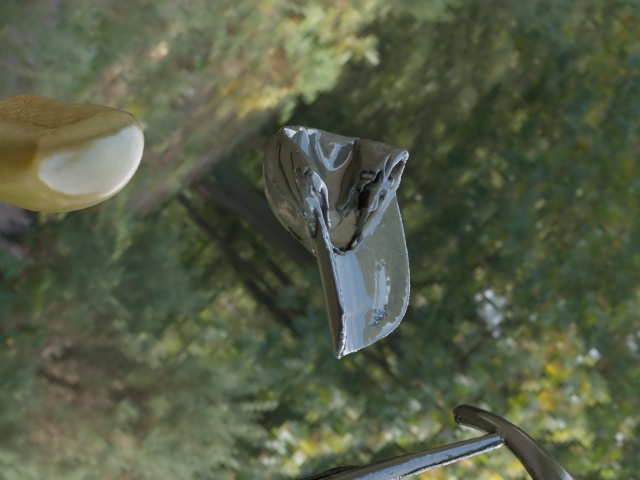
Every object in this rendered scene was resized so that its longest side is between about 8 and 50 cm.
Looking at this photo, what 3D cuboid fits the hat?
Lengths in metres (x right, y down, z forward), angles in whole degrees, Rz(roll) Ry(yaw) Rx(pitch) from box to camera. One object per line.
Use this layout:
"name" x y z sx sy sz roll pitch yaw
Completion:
"hat" 0.000 0.000 1.135 0.085 0.175 0.147 -3 -179 31

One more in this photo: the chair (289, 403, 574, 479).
"chair" 0.018 0.219 0.901 0.272 0.188 0.166 -14 170 -33

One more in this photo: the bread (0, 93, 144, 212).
"bread" -0.275 -0.082 1.511 0.147 0.098 0.217 -18 -159 -38
